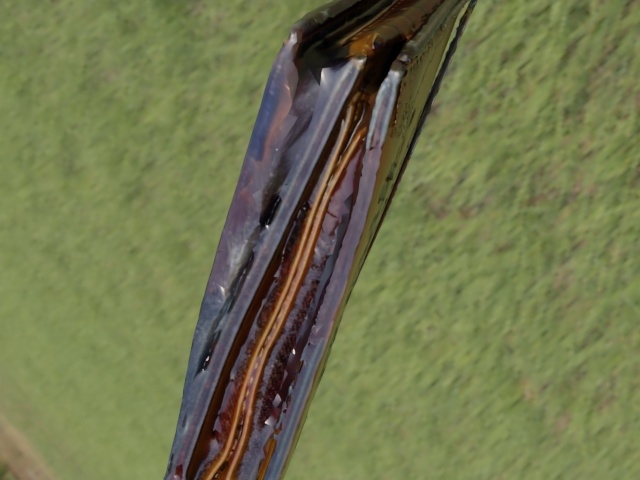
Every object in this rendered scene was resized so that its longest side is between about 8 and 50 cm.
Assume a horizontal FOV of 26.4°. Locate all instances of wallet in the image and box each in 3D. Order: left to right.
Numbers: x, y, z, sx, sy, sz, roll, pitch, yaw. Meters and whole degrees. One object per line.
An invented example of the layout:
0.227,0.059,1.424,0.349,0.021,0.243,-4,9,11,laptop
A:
0.003,0.001,0.484,0.042,0.161,0.195,22,113,8,wallet
